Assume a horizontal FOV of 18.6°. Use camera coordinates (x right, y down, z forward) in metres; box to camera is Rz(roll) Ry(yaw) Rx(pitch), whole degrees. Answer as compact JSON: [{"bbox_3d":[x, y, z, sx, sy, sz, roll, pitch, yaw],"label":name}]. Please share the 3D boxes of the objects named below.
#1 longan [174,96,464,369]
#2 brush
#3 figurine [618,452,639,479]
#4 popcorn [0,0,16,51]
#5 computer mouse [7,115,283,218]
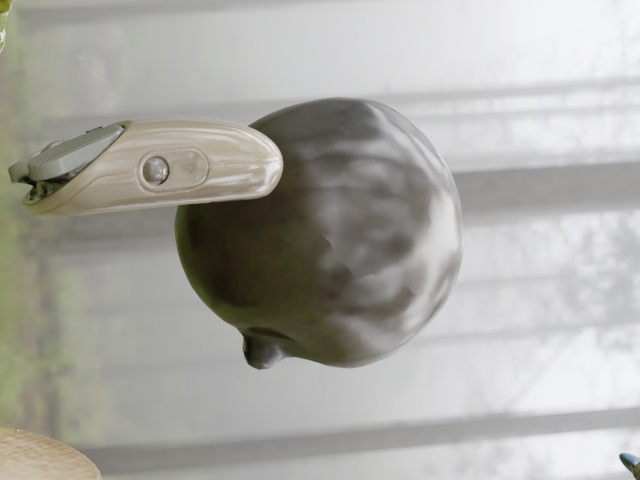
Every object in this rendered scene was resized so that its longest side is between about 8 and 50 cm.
[{"bbox_3d":[0.000,0.000,1.964,0.243,0.300,0.300,-109,-163,-78],"label":"longan"},{"bbox_3d":[-0.345,0.297,1.961,0.174,0.267,0.166,26,-75,30],"label":"brush"},{"bbox_3d":[0.491,0.346,2.588,0.262,0.180,0.153,-156,-107,-88],"label":"figurine"},{"bbox_3d":[-0.370,-0.170,1.574,0.321,0.326,0.290,45,16,-29],"label":"popcorn"},{"bbox_3d":[-0.150,-0.067,1.718,0.145,0.237,0.082,-179,-95,-69],"label":"computer mouse"}]
